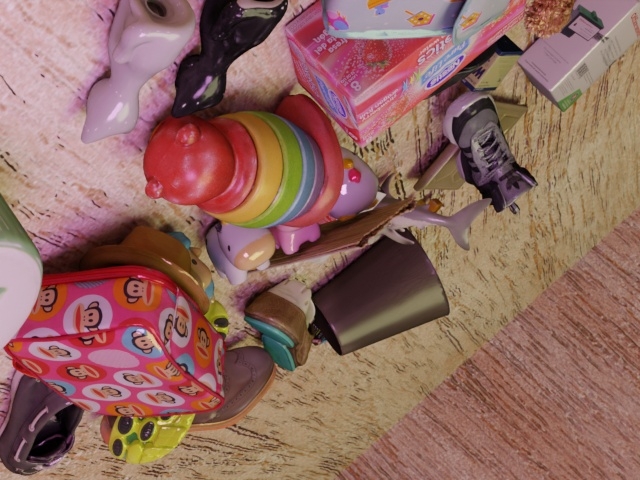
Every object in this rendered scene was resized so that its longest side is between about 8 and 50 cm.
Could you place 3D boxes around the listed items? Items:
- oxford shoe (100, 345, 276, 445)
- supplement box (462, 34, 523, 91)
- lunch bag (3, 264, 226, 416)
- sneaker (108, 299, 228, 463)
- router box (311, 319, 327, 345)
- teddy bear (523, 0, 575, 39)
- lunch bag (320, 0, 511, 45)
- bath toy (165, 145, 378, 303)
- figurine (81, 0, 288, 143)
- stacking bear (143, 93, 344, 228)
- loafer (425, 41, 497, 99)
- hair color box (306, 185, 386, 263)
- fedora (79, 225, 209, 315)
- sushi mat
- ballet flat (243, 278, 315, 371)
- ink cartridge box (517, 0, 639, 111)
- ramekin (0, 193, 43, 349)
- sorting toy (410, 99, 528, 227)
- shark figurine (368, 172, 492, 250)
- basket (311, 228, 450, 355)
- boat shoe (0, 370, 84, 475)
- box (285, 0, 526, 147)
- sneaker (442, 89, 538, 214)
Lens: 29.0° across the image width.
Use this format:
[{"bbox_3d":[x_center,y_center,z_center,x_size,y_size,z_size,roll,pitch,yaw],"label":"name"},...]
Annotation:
[{"bbox_3d":[-0.206,0.251,2.133,0.363,0.130,0.133,-23,147,-42],"label":"oxford shoe"},{"bbox_3d":[0.271,-0.292,2.011,0.083,0.056,0.083,-13,144,-54],"label":"supplement box"},{"bbox_3d":[-0.279,0.145,1.630,0.258,0.120,0.293,-7,150,14],"label":"lunch bag"},{"bbox_3d":[-0.234,0.226,1.973,0.295,0.109,0.123,-59,-172,-2],"label":"sneaker"},{"bbox_3d":[0.034,0.154,2.504,0.092,0.038,0.122,-14,146,-54],"label":"router box"},{"bbox_3d":[0.324,-0.412,1.703,0.338,0.113,0.245,-56,161,-53],"label":"teddy bear"},{"bbox_3d":[0.140,-0.344,1.401,0.262,0.160,0.223,1,144,-19],"label":"lunch bag"},{"bbox_3d":[-0.064,-0.039,1.822,0.348,0.129,0.151,-31,-159,-23],"label":"bath toy"},{"bbox_3d":[-0.161,-0.198,1.366,0.215,0.092,0.209,-23,157,-40],"label":"figurine"},{"bbox_3d":[-0.110,-0.096,1.572,0.175,0.164,0.289,-51,154,22],"label":"stacking bear"},{"bbox_3d":[0.200,-0.271,1.932,0.170,0.062,0.061,-29,170,-15],"label":"loafer"},{"bbox_3d":[0.024,-0.039,2.071,0.167,0.053,0.093,-46,159,14],"label":"hair color box"},{"bbox_3d":[-0.230,0.040,1.673,0.194,0.194,0.079,99,4,-60],"label":"fedora"},{"bbox_3d":[0.000,0.000,1.889,0.316,0.019,0.151,-15,-165,49],"label":"sushi mat"},{"bbox_3d":[-0.059,0.141,2.229,0.124,0.116,0.342,-59,164,-13],"label":"ballet flat"},{"bbox_3d":[0.472,-0.352,2.210,0.219,0.092,0.160,-46,160,7],"label":"ink cartridge box"},{"bbox_3d":[-0.432,0.047,1.255,0.303,0.148,0.303,-36,159,-16],"label":"ramekin"},{"bbox_3d":[0.247,-0.144,2.304,0.307,0.041,0.229,-50,163,22],"label":"sorting toy"},{"bbox_3d":[0.141,-0.061,2.139,0.166,0.278,0.116,28,69,-40],"label":"shark figurine"},{"bbox_3d":[0.105,0.113,2.376,0.227,0.204,0.154,-30,-165,-11],"label":"basket"},{"bbox_3d":[-0.414,0.287,1.853,0.112,0.095,0.335,-29,156,-33],"label":"boat shoe"},{"bbox_3d":[0.117,-0.284,1.614,0.300,0.142,0.154,-39,161,-10],"label":"box"},{"bbox_3d":[0.296,-0.144,2.102,0.101,0.153,0.268,-35,151,-5],"label":"sneaker"}]
